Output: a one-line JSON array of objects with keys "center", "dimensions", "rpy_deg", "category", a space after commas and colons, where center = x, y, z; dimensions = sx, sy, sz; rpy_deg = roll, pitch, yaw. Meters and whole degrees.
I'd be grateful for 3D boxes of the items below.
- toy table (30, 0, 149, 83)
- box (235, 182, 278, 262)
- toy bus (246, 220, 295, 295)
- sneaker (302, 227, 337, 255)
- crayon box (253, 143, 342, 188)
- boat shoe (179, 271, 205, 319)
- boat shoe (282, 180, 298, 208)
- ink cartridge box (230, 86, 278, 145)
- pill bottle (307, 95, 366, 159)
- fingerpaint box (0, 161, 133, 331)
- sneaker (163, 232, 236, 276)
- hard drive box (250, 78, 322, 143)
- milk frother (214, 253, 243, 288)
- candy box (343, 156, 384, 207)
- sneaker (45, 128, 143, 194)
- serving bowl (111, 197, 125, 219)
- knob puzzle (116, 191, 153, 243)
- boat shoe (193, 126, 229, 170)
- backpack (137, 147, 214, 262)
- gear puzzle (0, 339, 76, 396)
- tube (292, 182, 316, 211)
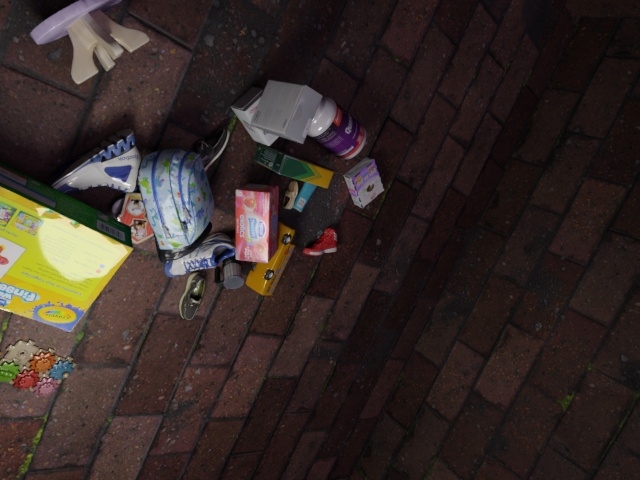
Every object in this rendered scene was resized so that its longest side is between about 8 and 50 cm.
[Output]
[{"center": [-0.649, -0.583, 1.307], "dimensions": [0.274, 0.252, 0.161], "rpy_deg": [-37, 115, -9], "category": "toy table"}, {"center": [-0.261, -0.074, 1.886], "dimensions": [0.154, 0.142, 0.300], "rpy_deg": [-59, 154, -71], "category": "box"}, {"center": [-0.216, 0.081, 2.069], "dimensions": [0.130, 0.108, 0.333], "rpy_deg": [15, 102, -63], "category": "toy bus"}, {"center": [0.000, 0.000, 2.259], "dimensions": [0.221, 0.087, 0.128], "rpy_deg": [-11, 110, -50], "category": "sneaker"}, {"center": [-0.092, -0.307, 1.921], "dimensions": [0.323, 0.203, 0.083], "rpy_deg": [10, 106, -42], "category": "crayon box"}, {"center": [-0.538, 0.244, 1.924], "dimensions": [0.080, 0.073, 0.224], "rpy_deg": [6, 107, -42], "category": "boat shoe"}, {"center": [-0.137, -0.204, 2.044], "dimensions": [0.045, 0.050, 0.135], "rpy_deg": [-5, 115, -44], "category": "boat shoe"}, {"center": [-0.232, -0.483, 1.764], "dimensions": [0.128, 0.127, 0.176], "rpy_deg": [-46, 133, -13], "category": "ink cartridge box"}, {"center": [0.043, -0.492, 1.954], "dimensions": [0.323, 0.181, 0.181], "rpy_deg": [27, 94, -45], "category": "pill bottle"}, {"center": [-0.877, 0.029, 1.383], "dimensions": [0.445, 0.163, 0.371], "rpy_deg": [32, 102, -36], "category": "fingerpaint box"}, {"center": [-0.484, 0.067, 1.839], "dimensions": [0.296, 0.131, 0.112], "rpy_deg": [-31, 131, -22], "category": "sneaker"}, {"center": [-0.126, -0.461, 1.614], "dimensions": [0.089, 0.232, 0.181], "rpy_deg": [18, 98, -43], "category": "hard drive box"}, {"center": [-0.375, 0.154, 1.971], "dimensions": [0.129, 0.135, 0.143], "rpy_deg": [-34, 135, 20], "category": "milk frother"}, {"center": [0.221, -0.290, 2.287], "dimensions": [0.165, 0.070, 0.196], "rpy_deg": [-40, 131, -17], "category": "candy box"}, {"center": [-0.710, -0.212, 1.505], "dimensions": [0.315, 0.127, 0.182], "rpy_deg": [-39, 130, -20], "category": "sneaker"}, {"center": [-0.708, -0.115, 1.622], "dimensions": [0.083, 0.027, 0.083], "rpy_deg": [-29, 132, -38], "category": "serving bowl"}, {"center": [-0.650, -0.075, 1.670], "dimensions": [0.213, 0.030, 0.213], "rpy_deg": [-31, 134, -38], "category": "knob puzzle"}, {"center": [-0.430, -0.336, 1.706], "dimensions": [0.233, 0.084, 0.079], "rpy_deg": [-51, 135, -3], "category": "boat shoe"}, {"center": [-0.504, -0.149, 1.605], "dimensions": [0.273, 0.290, 0.356], "rpy_deg": [-13, 117, 17], "category": "backpack"}, {"center": [-1.054, 0.446, 1.615], "dimensions": [0.175, 0.044, 0.339], "rpy_deg": [-49, 134, -8], "category": "gear puzzle"}, {"center": [-0.061, -0.231, 2.100], "dimensions": [0.080, 0.052, 0.207], "rpy_deg": [37, 81, -49], "category": "tube"}]
